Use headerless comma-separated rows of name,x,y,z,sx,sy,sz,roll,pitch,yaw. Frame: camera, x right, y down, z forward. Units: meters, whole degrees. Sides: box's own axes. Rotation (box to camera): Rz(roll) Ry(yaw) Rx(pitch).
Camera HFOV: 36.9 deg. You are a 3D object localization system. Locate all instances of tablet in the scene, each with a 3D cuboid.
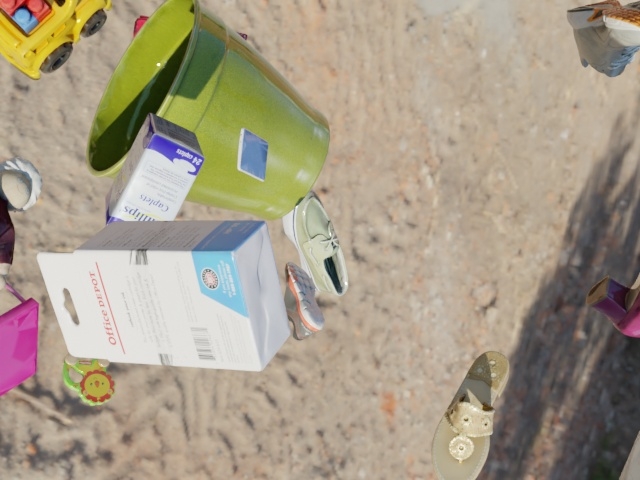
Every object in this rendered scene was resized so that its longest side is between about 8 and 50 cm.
tablet,-0.086,-0.109,1.222,0.083,0.006,0.054,22,73,-70

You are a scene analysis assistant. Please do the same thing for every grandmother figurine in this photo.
grandmother figurine,-0.544,-0.013,1.507,0.342,0.104,0.207,-66,150,-47

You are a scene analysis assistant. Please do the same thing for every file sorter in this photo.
file sorter,-0.640,0.183,1.579,0.291,0.182,0.202,-36,156,-39

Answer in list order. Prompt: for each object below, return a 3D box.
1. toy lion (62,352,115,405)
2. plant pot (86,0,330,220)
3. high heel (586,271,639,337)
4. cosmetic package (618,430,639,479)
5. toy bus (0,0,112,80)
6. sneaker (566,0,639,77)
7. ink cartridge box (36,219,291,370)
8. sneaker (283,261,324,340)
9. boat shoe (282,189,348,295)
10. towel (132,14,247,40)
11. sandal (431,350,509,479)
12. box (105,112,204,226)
toy lion,-0.441,0.266,1.831,0.100,0.034,0.096,9,64,-27
plant pot,-0.185,-0.209,1.776,0.353,0.366,0.366,27,76,-29
high heel,0.480,0.068,1.307,0.244,0.117,0.082,-47,-164,51
cosmetic package,0.333,0.396,0.889,0.217,0.156,0.384,-93,-163,-68
toy bus,-0.494,-0.420,1.711,0.220,0.149,0.211,-45,-179,-9
sneaker,0.493,-0.323,1.560,0.262,0.099,0.121,-119,-166,-72
ink cartridge box,-0.123,0.041,0.759,0.060,0.180,0.104,-50,135,-54
sneaker,-0.044,0.101,1.599,0.061,0.158,0.065,32,116,-34
boat shoe,0.000,0.000,2.104,0.109,0.094,0.302,-50,142,-29
towel,-0.328,-0.434,2.362,0.031,0.275,0.198,-114,-147,-66
sandal,0.228,0.257,1.471,0.240,0.088,0.079,-61,152,-31
box,-0.213,-0.077,1.217,0.137,0.072,0.126,-61,-160,11
